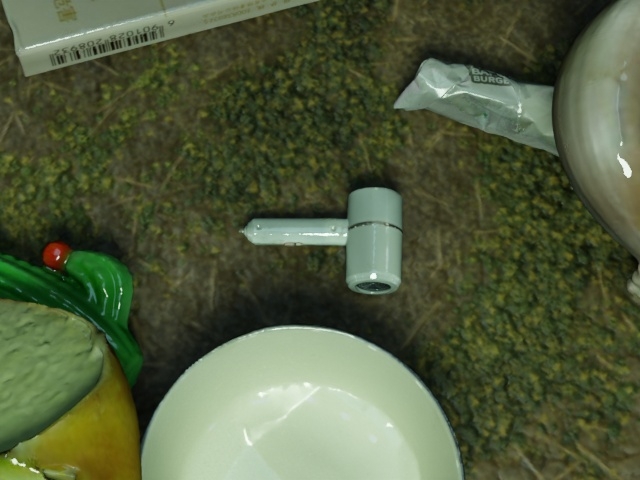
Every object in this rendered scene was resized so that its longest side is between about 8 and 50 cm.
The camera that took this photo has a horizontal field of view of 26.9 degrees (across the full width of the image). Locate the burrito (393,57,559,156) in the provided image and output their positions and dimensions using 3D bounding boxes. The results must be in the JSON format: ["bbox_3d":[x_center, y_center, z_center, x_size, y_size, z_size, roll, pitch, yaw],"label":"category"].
[{"bbox_3d":[0.168,-0.113,1.154,0.203,0.064,0.064,16,69,2],"label":"burrito"}]

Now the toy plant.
[{"bbox_3d":[-0.257,0.072,1.058,0.240,0.088,0.154,4,84,7],"label":"toy plant"}]

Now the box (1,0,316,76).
[{"bbox_3d":[-0.119,-0.290,1.217,0.365,0.051,0.204,-16,70,-8],"label":"box"}]

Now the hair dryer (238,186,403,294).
[{"bbox_3d":[0.000,0.000,1.118,0.137,0.047,0.082,2,70,5],"label":"hair dryer"}]

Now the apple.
[{"bbox_3d":[-0.278,0.159,0.941,0.346,0.179,0.254,-1,73,19],"label":"apple"}]

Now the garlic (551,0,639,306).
[{"bbox_3d":[0.302,-0.087,1.079,0.279,0.132,0.325,22,69,-37],"label":"garlic"}]

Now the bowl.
[{"bbox_3d":[-0.015,0.191,0.998,0.238,0.126,0.237,0,69,-1],"label":"bowl"}]
